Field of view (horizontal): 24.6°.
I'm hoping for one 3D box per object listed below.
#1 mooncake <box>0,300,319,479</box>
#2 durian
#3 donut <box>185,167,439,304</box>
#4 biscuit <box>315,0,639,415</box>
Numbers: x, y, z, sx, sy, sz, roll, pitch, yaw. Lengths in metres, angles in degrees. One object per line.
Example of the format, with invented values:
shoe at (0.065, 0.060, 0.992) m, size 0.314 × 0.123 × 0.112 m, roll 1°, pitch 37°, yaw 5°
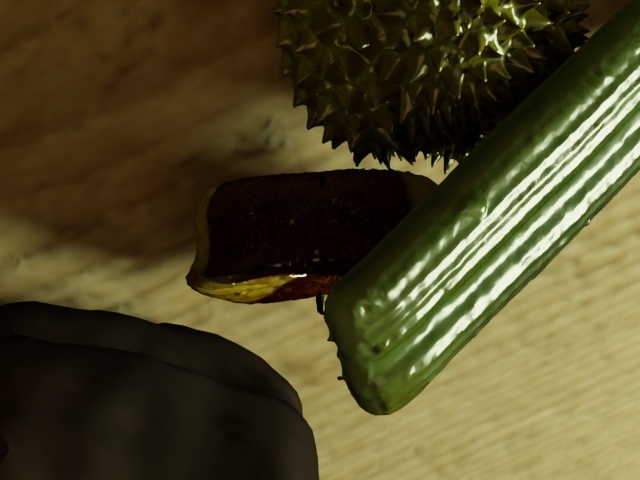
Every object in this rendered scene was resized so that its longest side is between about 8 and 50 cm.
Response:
mooncake at (-0.154, 0.227, 0.724) m, size 0.212 × 0.351 × 0.381 m, roll 18°, pitch 109°, yaw -19°
durian at (0.061, -0.085, 0.697) m, size 0.146 × 0.102 × 0.208 m, roll -34°, pitch 133°, yaw 1°
donut at (0.000, 0.000, 0.732) m, size 0.140 × 0.140 × 0.059 m, roll 0°, pitch 83°, yaw -19°
biscuit at (0.122, -0.043, 0.693) m, size 0.322 × 0.038 × 0.099 m, roll -42°, pitch 146°, yaw -22°
